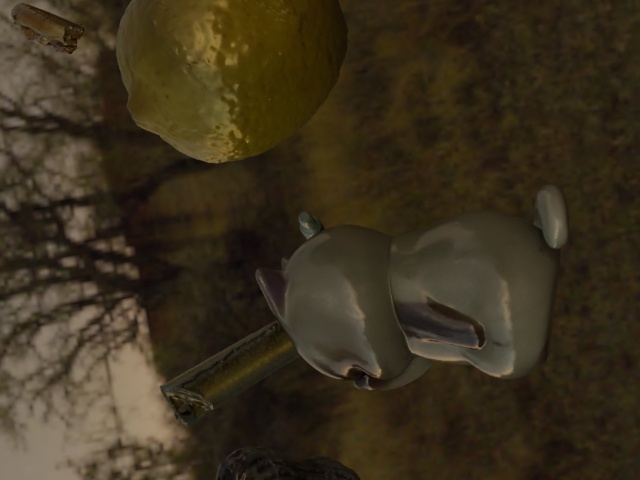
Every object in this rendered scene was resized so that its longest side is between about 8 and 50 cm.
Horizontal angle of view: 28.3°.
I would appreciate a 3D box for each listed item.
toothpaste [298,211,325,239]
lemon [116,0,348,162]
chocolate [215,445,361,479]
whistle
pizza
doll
[{"bbox_3d":[0.000,0.000,2.185,0.062,0.037,0.216,38,172,26],"label":"toothpaste"},{"bbox_3d":[-0.096,-0.226,1.471,0.253,0.310,0.253,35,153,21],"label":"lemon"},{"bbox_3d":[-0.038,0.330,1.664,0.110,0.248,0.110,-22,61,47],"label":"chocolate"},{"bbox_3d":[-0.067,0.149,1.747,0.068,0.326,0.057,56,160,12],"label":"whistle"},{"bbox_3d":[-0.471,-0.363,2.167,0.246,0.127,0.058,30,102,52],"label":"pizza"},{"bbox_3d":[0.128,0.074,1.517,0.215,0.370,0.226,-42,-60,-75],"label":"doll"}]
